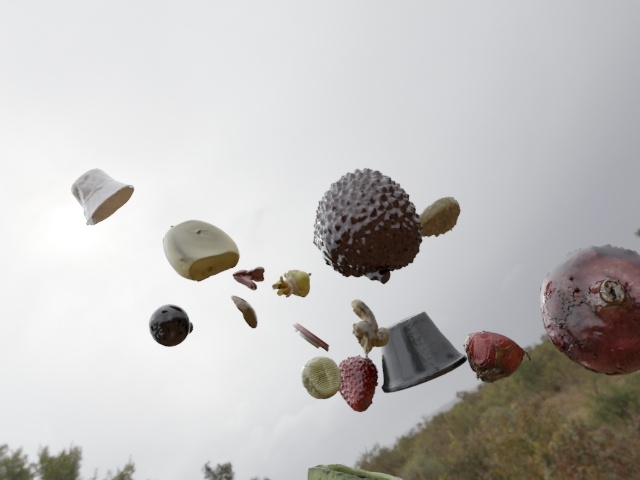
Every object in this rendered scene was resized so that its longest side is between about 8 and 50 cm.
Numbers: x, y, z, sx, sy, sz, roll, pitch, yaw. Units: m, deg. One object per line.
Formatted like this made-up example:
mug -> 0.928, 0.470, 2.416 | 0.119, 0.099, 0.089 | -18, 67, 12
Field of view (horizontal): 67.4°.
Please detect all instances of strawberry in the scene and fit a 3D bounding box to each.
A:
strawberry -> 0.163, 0.622, 2.043 | 0.205, 0.244, 0.206 | -1, -65, -2

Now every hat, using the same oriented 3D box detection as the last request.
hat -> -0.709, -0.152, 1.534 | 0.203, 0.126, 0.203 | -41, 5, 4

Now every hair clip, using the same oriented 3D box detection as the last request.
hair clip -> -0.344, 0.172, 2.324 | 0.102, 0.138, 0.123 | -55, -23, -35

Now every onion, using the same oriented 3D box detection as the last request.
onion -> 0.543, 0.124, 0.895 | 0.252, 0.252, 0.219 | -38, -32, 2

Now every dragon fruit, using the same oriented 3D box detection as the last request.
dragon fruit -> 0.645, 0.463, 1.816 | 0.218, 0.223, 0.148 | -48, 9, 52

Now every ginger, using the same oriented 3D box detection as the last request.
ginger -> 0.143, 0.275, 1.564 | 0.132, 0.214, 0.059 | -4, -43, -35

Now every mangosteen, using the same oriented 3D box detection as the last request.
mangosteen -> -0.514, 0.291, 1.664 | 0.152, 0.153, 0.153 | -29, -27, -16

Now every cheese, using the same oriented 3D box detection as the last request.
cheese -> -0.469, 0.021, 1.822 | 0.259, 0.315, 0.128 | -12, -55, -37

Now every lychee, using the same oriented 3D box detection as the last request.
lychee -> 0.128, -0.037, 1.308 | 0.305, 0.331, 0.306 | -7, -19, -3

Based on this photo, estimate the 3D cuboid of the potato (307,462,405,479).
potato -> 0.131, 0.810, 1.442 | 0.329, 0.213, 0.280 | 3, -20, 23

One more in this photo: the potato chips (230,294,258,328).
potato chips -> -0.332, 0.317, 2.166 | 0.061, 0.195, 0.208 | -38, -44, -9

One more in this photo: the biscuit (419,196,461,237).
biscuit -> 0.471, -0.100, 1.911 | 0.281, 0.084, 0.179 | -8, -43, -45

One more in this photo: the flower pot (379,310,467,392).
flower pot -> 0.377, 0.453, 1.996 | 0.378, 0.251, 0.379 | -22, -9, -4

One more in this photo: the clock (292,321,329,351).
clock -> -0.055, 0.528, 2.602 | 0.056, 0.244, 0.244 | -55, -24, -10

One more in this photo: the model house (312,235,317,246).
model house -> 0.000, 0.000, 1.835 | 0.057, 0.083, 0.058 | -27, -39, -30

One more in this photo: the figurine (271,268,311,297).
figurine -> -0.125, 0.199, 2.191 | 0.131, 0.156, 0.246 | -46, -14, 25

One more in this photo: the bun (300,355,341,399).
bun -> 0.000, 0.371, 1.290 | 0.115, 0.115, 0.069 | -22, -22, -28
